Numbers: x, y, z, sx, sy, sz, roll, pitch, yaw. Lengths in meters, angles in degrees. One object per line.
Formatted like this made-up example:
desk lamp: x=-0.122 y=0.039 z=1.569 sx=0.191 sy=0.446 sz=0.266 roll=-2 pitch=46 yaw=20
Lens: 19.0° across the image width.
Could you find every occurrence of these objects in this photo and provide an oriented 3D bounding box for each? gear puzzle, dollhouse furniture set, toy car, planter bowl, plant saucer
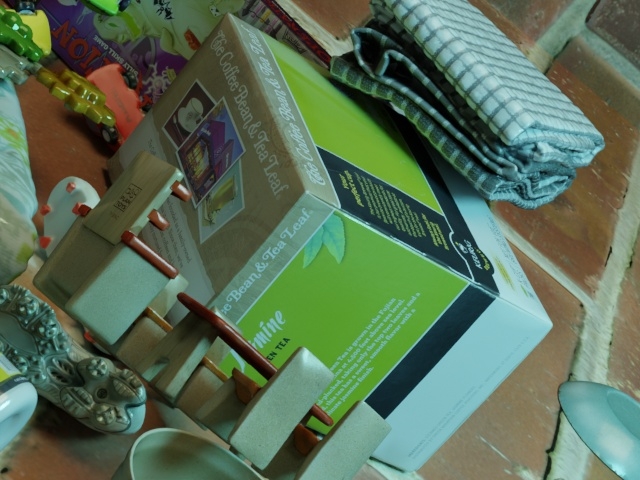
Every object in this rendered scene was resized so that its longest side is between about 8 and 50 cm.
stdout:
gear puzzle: x=-0.323 y=-0.213 z=1.757 sx=0.339 sy=0.044 sz=0.175 roll=37 pitch=10 yaw=-3
dollhouse furniture set: x=-0.086 y=0.065 z=1.507 sx=0.259 sy=0.135 sz=0.262 roll=44 pitch=-9 yaw=-32
toy car: x=-0.247 y=-0.225 z=1.992 sx=0.239 sy=0.053 sz=0.225 roll=33 pitch=63 yaw=-20
planter bowl: x=-0.102 y=0.232 z=1.381 sx=0.162 sy=0.109 sz=0.162 roll=34 pitch=21 yaw=-15
plant saucer: x=0.373 y=0.230 z=2.307 sx=0.195 sy=0.037 sz=0.195 roll=34 pitch=22 yaw=-15

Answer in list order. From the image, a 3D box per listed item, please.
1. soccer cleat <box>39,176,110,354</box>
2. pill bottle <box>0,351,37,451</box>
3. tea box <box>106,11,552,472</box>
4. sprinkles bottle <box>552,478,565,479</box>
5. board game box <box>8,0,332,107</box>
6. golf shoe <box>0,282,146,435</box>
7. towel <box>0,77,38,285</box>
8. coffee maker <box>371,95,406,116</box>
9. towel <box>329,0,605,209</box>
soccer cleat: x=-0.196 y=0.028 z=1.702 sx=0.076 sy=0.068 sz=0.196 roll=24 pitch=33 yaw=-48
pill bottle: x=-0.297 y=0.082 z=1.355 sx=0.184 sy=0.103 sz=0.103 roll=44 pitch=21 yaw=10
tea box: x=0.000 y=0.000 z=1.865 sx=0.323 sy=0.220 sz=0.329 roll=29 pitch=22 yaw=-32
sprinkles bottle: x=0.311 y=0.381 z=1.774 sx=0.355 sy=0.121 sz=0.121 roll=44 pitch=21 yaw=7
board game box: x=-0.165 y=-0.227 z=2.055 sx=0.347 sy=0.208 sz=0.056 roll=45 pitch=22 yaw=13
golf shoe: x=-0.215 y=0.103 z=1.540 sx=0.176 sy=0.069 sz=0.086 roll=38 pitch=-14 yaw=15
towel: x=-0.387 y=-0.133 z=1.597 sx=0.320 sy=0.090 sz=0.374 roll=31 pitch=16 yaw=-23
coffee maker: x=0.017 y=-0.167 z=2.373 sx=0.178 sy=0.120 sz=0.171 roll=10 pitch=36 yaw=-55
towel: x=0.153 y=-0.143 z=1.964 sx=0.235 sy=0.121 sz=0.284 roll=48 pitch=17 yaw=15
